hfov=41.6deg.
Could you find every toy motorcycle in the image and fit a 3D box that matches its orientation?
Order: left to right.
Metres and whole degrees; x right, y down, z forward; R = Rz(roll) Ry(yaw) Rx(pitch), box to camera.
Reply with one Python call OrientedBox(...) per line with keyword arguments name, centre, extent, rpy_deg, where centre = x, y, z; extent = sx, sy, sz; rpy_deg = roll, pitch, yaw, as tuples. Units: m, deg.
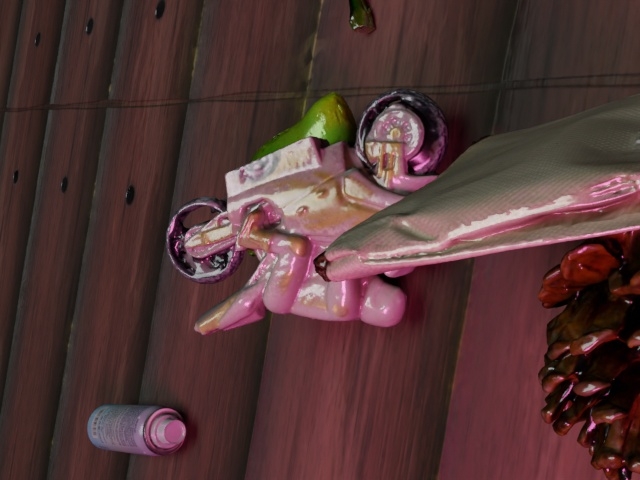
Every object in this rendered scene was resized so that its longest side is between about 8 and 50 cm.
OrientedBox(name="toy motorcycle", centre=(0.000, 0.000, 0.889), extent=(0.340, 0.108, 0.223), rpy_deg=(-24, 86, 17))

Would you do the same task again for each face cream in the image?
OrientedBox(name="face cream", centre=(-0.275, 0.287, 1.279), extent=(0.229, 0.075, 0.075), rpy_deg=(-12, 74, 52))

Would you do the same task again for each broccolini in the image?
OrientedBox(name="broccolini", centre=(0.017, -0.364, 1.049), extent=(0.071, 0.057, 0.254), rpy_deg=(76, -176, -63))

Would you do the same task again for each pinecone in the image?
OrientedBox(name="pinecone", centre=(0.228, 0.073, 0.584), extent=(0.149, 0.179, 0.195), rpy_deg=(7, 76, 32))

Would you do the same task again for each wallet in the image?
OrientedBox(name="wallet", centre=(0.168, -0.045, 0.615), extent=(0.274, 0.335, 0.068), rpy_deg=(-15, 100, 38))

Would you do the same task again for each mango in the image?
OrientedBox(name="mango", centre=(-0.028, -0.077, 1.002), extent=(0.125, 0.111, 0.233), rpy_deg=(55, 127, 33))
